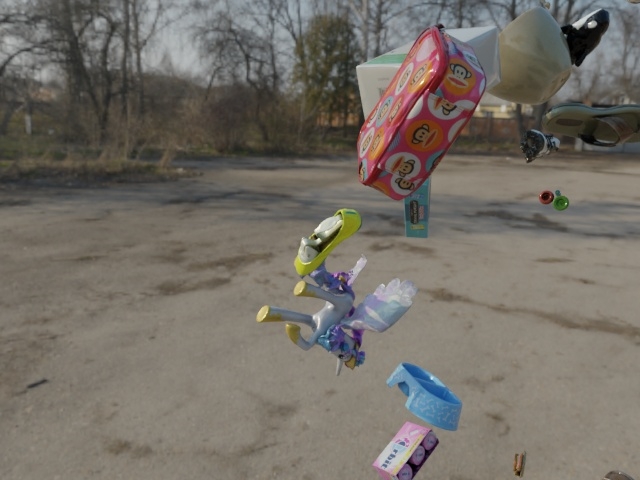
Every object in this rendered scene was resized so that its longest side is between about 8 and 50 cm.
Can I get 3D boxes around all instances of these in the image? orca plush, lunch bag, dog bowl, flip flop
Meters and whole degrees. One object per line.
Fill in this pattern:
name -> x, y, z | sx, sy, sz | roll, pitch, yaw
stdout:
orca plush -> 0.773, -0.583, 1.858 | 0.151, 0.102, 0.287 | 26, -37, -34
lunch bag -> 0.179, -0.247, 1.130 | 0.120, 0.293, 0.258 | 24, 36, -14
dog bowl -> 0.310, 0.451, 1.767 | 0.166, 0.074, 0.297 | 22, 6, -19
flip flop -> 0.654, -0.259, 1.384 | 0.277, 0.112, 0.080 | 5, 55, -3

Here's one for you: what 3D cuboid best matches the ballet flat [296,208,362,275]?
ballet flat -> 0.000, 0.000, 1.444 | 0.077, 0.231, 0.077 | 16, 41, -47

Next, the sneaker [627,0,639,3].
sneaker -> 0.743, -0.646, 1.381 | 0.069, 0.185, 0.084 | -1, 20, 20

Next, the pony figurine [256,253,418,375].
pony figurine -> 0.051, 0.189, 1.710 | 0.363, 0.351, 0.303 | 36, -4, -33

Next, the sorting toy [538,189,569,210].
sorting toy -> 0.781, -0.135, 1.990 | 0.102, 0.061, 0.042 | 32, 6, 30

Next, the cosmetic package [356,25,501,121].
cosmetic package -> 0.282, -0.417, 1.507 | 0.197, 0.155, 0.365 | 12, 36, 40

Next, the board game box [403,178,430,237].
board game box -> 0.318, -0.197, 1.945 | 0.079, 0.254, 0.336 | 3, -27, 11

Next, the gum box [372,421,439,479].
gum box -> 0.259, 0.633, 1.787 | 0.188, 0.062, 0.107 | -43, 21, -27

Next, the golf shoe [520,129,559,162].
golf shoe -> 0.597, -0.265, 1.608 | 0.094, 0.077, 0.198 | -17, -3, 12

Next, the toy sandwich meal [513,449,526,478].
toy sandwich meal -> 0.545, 0.612, 1.642 | 0.029, 0.085, 0.085 | 10, 13, 19

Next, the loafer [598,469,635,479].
loafer -> 0.632, 0.706, 1.373 | 0.130, 0.366, 0.134 | 11, 10, -39

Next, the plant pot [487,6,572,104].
plant pot -> 0.635, -0.521, 1.794 | 0.191, 0.284, 0.284 | 50, 33, 20

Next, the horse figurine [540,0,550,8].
horse figurine -> 0.511, -0.640, 1.295 | 0.174, 0.263, 0.066 | 44, 30, -1
